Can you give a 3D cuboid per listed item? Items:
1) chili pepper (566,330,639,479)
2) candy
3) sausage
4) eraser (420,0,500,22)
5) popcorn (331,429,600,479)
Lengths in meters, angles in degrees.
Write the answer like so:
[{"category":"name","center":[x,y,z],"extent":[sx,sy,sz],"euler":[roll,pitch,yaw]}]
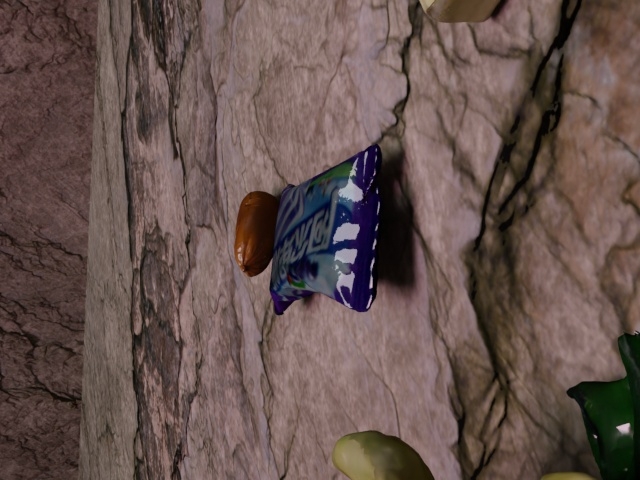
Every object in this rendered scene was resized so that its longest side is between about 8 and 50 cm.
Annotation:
[{"category":"chili pepper","center":[0.187,0.137,0.397],"extent":[0.224,0.061,0.098],"euler":[-123,31,-47]},{"category":"candy","center":[0.000,0.000,0.805],"extent":[0.275,0.070,0.145],"euler":[164,109,-71]},{"category":"sausage","center":[-0.070,-0.013,0.931],"extent":[0.183,0.054,0.062],"euler":[-93,-19,-71]},{"category":"eraser","center":[0.110,-0.239,0.532],"extent":[0.172,0.058,0.117],"euler":[123,138,-53]},{"category":"popcorn","center":[0.063,0.287,0.433],"extent":[0.279,0.335,0.274],"euler":[50,175,-32]}]
